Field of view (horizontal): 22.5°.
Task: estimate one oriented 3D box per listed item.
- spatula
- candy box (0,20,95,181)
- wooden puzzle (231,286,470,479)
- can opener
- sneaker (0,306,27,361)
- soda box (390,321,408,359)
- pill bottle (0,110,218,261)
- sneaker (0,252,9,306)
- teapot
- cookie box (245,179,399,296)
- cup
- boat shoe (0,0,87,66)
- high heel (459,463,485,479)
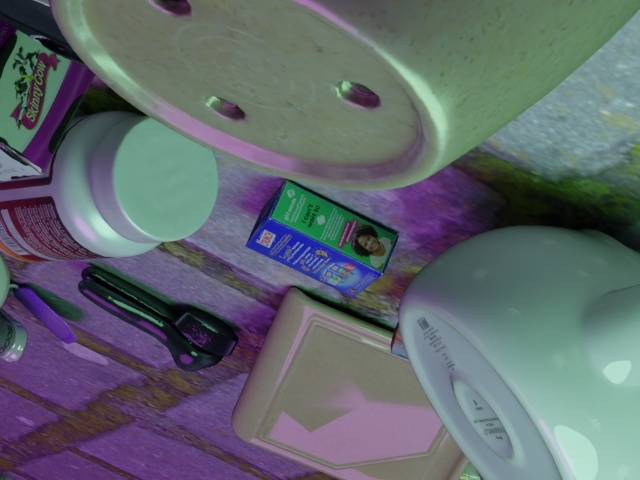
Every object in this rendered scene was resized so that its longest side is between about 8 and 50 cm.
[{"bbox_3d":[-0.417,0.041,1.925,0.296,0.030,0.084,30,162,-17],"label":"spatula"},{"bbox_3d":[-0.246,-0.120,1.157,0.071,0.159,0.233,37,155,-30],"label":"candy box"},{"bbox_3d":[0.045,0.164,1.630,0.238,0.044,0.221,25,131,1],"label":"wooden puzzle"},{"bbox_3d":[-0.181,0.082,1.763,0.186,0.073,0.059,30,-162,-9],"label":"can opener"},{"bbox_3d":[-0.428,0.090,1.965,0.170,0.063,0.075,32,-179,40],"label":"sneaker"},{"bbox_3d":[0.156,0.097,1.412,0.183,0.063,0.058,22,160,5],"label":"soda box"},{"bbox_3d":[-0.188,-0.044,1.339,0.121,0.121,0.221,37,156,-33],"label":"pill bottle"},{"bbox_3d":[-0.494,-0.004,1.783,0.350,0.131,0.148,26,167,7],"label":"sneaker"},{"bbox_3d":[0.191,0.083,1.189,0.256,0.187,0.252,39,157,47],"label":"teapot"},{"bbox_3d":[0.000,0.000,1.366,0.107,0.040,0.092,26,160,-8],"label":"cookie box"},{"bbox_3d":[0.013,-0.163,0.665,0.331,0.237,0.331,20,159,8],"label":"cup"},{"bbox_3d":[-0.134,-0.170,0.993,0.340,0.127,0.113,15,-171,1],"label":"boat shoe"},{"bbox_3d":[0.096,0.240,1.779,0.261,0.093,0.186,-5,140,36],"label":"high heel"}]
